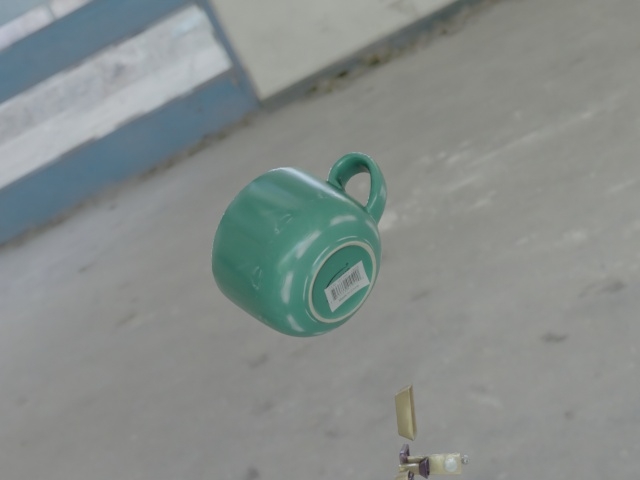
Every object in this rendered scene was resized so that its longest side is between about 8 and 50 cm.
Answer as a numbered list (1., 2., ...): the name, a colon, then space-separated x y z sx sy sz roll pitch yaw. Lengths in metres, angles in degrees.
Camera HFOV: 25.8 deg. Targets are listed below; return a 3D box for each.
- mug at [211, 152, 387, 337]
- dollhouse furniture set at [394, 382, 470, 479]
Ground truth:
1. mug: -0.008 0.003 1.168 0.129 0.157 0.097 6 20 -46
2. dollhouse furniture set: 0.129 0.229 1.642 0.081 0.114 0.091 -5 6 12
